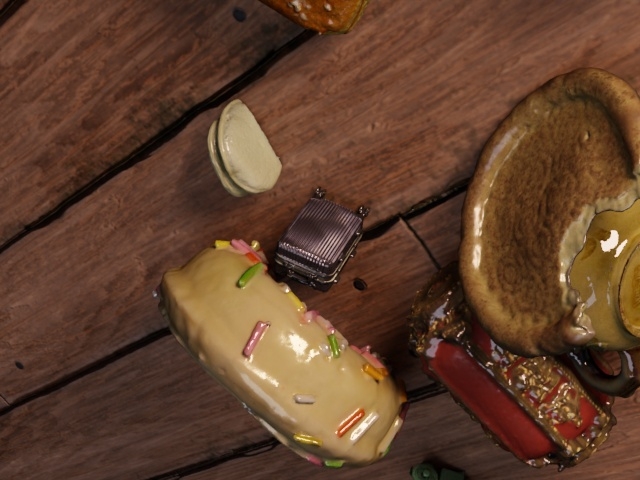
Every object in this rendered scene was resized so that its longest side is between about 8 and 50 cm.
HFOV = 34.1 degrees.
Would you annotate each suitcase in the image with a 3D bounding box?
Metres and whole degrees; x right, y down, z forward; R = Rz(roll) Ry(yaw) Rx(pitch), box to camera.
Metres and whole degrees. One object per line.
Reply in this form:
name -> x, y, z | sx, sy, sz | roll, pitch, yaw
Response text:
suitcase -> 0.000, 0.000, 1.287 | 0.086, 0.126, 0.059 | 22, 134, 12

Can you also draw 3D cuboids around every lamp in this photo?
lamp -> 0.230, 0.145, 1.247 | 0.274, 0.177, 0.177 | 45, 134, -9

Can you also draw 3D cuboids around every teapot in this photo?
teapot -> 0.297, 0.037, 1.133 | 0.182, 0.173, 0.270 | 23, 123, 55

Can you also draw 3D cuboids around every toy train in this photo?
toy train -> 0.159, 0.394, 1.488 | 0.099, 0.172, 0.070 | 16, 133, 2

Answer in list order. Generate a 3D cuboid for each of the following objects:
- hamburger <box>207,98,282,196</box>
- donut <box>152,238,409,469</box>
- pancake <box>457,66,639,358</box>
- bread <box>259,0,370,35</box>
hamburger -> -0.103, -0.106, 1.292 | 0.054, 0.084, 0.121 | -4, 121, 34
donut -> -0.042, 0.142, 1.339 | 0.371, 0.307, 0.150 | 41, 94, -3
pancake -> 0.231, -0.026, 1.055 | 0.033, 0.286, 0.288 | 13, 143, -28
bread -> -0.036, -0.333, 1.051 | 0.234, 0.110, 0.184 | 32, 135, 3
